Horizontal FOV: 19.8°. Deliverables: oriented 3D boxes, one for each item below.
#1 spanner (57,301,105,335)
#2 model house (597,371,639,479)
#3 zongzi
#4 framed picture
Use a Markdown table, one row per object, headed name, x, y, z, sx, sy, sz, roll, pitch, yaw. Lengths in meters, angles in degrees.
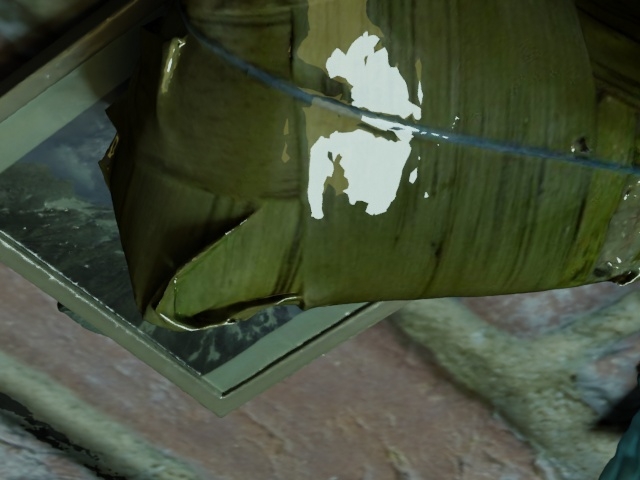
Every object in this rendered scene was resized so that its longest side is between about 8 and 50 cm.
| name | x | y | z | sx | sy | sz | roll | pitch | yaw |
| --- | --- | --- | --- | --- | --- | --- | --- | --- | --- |
| spanner | 0.000 | 0.000 | 1.066 | 0.325 | 0.026 | 0.093 | -14 | 140 | 7 |
| model house | 0.367 | 0.144 | 1.195 | 0.261 | 0.226 | 0.241 | 12 | 109 | -26 |
| zongzi | 0.076 | -0.133 | 0.831 | 0.323 | 0.160 | 0.360 | -7 | 128 | -21 |
| framed picture | -0.066 | -0.017 | 1.004 | 0.209 | 0.019 | 0.281 | -34 | 131 | 22 |
